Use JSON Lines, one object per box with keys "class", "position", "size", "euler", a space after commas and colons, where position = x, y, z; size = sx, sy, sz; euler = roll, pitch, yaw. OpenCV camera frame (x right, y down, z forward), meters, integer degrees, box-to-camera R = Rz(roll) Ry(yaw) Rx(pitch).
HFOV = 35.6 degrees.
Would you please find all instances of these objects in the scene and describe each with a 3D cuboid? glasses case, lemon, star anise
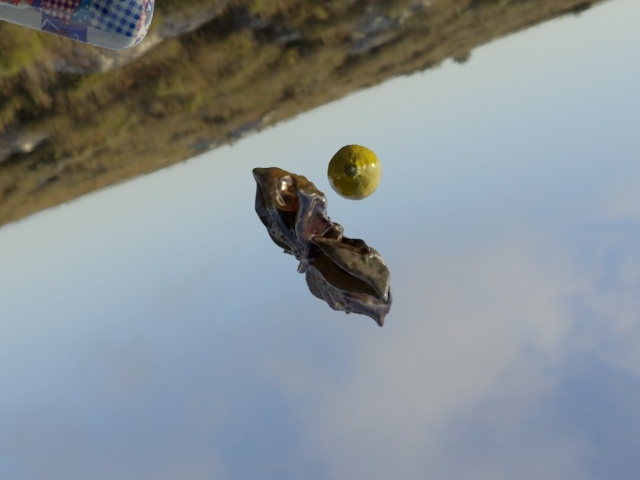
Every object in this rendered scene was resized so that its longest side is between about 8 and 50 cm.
{"class": "glasses case", "position": [-0.386, -0.357, 1.395], "size": [0.327, 0.125, 0.076], "euler": [17, -164, 11]}
{"class": "lemon", "position": [0.037, -0.075, 1.099], "size": [0.062, 0.062, 0.083], "euler": [-20, 175, 8]}
{"class": "star anise", "position": [0.000, 0.006, 1.073], "size": [0.073, 0.212, 0.197], "euler": [-41, -179, -13]}
